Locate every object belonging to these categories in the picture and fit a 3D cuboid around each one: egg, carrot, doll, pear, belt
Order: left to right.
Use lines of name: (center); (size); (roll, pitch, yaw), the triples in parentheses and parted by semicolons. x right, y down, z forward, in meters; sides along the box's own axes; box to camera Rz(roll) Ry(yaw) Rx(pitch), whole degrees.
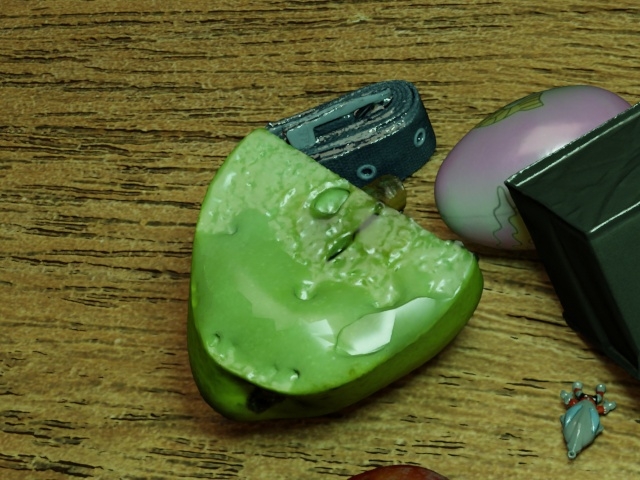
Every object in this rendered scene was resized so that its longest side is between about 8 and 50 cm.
pear: (-0.017, 0.084, 2.050); (0.342, 0.238, 0.318); (33, 75, 22)
carrot: (0.000, 0.000, 2.239); (0.260, 0.070, 0.070); (-34, 45, -16)
belt: (0.040, -0.136, 2.313); (0.218, 0.128, 0.122); (-22, 44, 0)
egg: (0.274, -0.083, 2.127); (0.271, 0.196, 0.196); (-26, 43, -5)
doll: (0.294, 0.200, 1.946); (0.057, 0.039, 0.114); (33, 42, -7)

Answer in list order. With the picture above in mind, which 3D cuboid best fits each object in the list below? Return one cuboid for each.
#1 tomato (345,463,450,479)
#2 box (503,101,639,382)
tomato: (0.065, 0.328, 1.860); (0.228, 0.101, 0.228); (-10, 47, 11)
box: (0.420, -0.036, 1.939); (0.345, 0.204, 0.251); (-31, 21, -4)
